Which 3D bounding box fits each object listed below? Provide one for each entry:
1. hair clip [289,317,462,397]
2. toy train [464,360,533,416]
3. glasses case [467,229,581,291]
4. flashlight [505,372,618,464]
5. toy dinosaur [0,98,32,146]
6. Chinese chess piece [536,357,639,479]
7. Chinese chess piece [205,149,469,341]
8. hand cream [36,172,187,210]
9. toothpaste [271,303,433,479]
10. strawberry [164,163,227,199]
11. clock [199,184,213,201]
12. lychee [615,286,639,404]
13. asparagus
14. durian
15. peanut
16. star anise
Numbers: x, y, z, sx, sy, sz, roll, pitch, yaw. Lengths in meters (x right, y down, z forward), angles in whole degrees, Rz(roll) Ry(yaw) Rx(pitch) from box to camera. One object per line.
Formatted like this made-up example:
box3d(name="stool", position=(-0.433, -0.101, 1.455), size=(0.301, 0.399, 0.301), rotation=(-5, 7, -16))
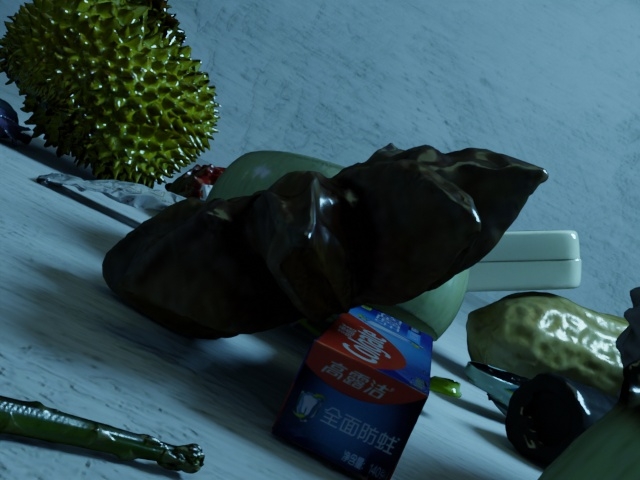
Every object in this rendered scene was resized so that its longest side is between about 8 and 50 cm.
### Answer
box3d(name="hair clip", position=(0.038, 0.098, 1.008), size=(0.188, 0.033, 0.060), rotation=(26, 1, 25))
box3d(name="toy train", position=(0.223, 0.170, 1.174), size=(0.234, 0.051, 0.052), rotation=(20, 7, -38))
box3d(name="glasses case", position=(0.145, 0.025, 1.385), size=(0.313, 0.070, 0.131), rotation=(-1, 0, 1))
box3d(name="flashlight", position=(0.328, 0.208, 1.138), size=(0.424, 0.103, 0.103), rotation=(20, 7, -44))
box3d(name="toy dinosaur", position=(-0.370, -0.141, 1.329), size=(0.080, 0.045, 0.197), rotation=(36, -5, 3))
box3d(name="Chinese chess piece", position=(0.209, 0.176, 0.343), size=(0.349, 0.146, 0.349), rotation=(27, 5, -2))
box3d(name="Chinese chess piece", position=(0.012, 0.010, 1.053), size=(0.250, 0.101, 0.250), rotation=(19, -13, 4))
box3d(name="hand cream", position=(-0.166, -0.026, 1.211), size=(0.257, 0.050, 0.084), rotation=(23, 7, -8))
box3d(name="toothpaste", position=(0.032, 0.094, 0.805), size=(0.076, 0.066, 0.320), rotation=(26, 3, 4))
box3d(name="strawberry", position=(-0.094, -0.033, 1.448), size=(0.208, 0.087, 0.167), rotation=(26, 3, -22))
box3d(name="clock", position=(-0.090, -0.021, 1.337), size=(0.087, 0.041, 0.129), rotation=(-10, 65, -25))
box3d(name="lychee", position=(0.393, 0.124, 0.779), size=(0.380, 0.380, 0.432), rotation=(26, 23, -10))
box3d(name="asparagus", position=(-0.099, 0.080, 0.481), size=(0.127, 0.015, 0.018), rotation=(23, 15, -41))
box3d(name="durian", position=(-0.247, -0.186, 1.407), size=(0.293, 0.258, 0.258), rotation=(54, -10, -29))
box3d(name="peanut", position=(0.311, 0.147, 1.379), size=(0.291, 0.143, 0.159), rotation=(21, 2, -31))
box3d(name="star anise", position=(0.001, -0.002, 0.803), size=(0.315, 0.108, 0.315), rotation=(-18, 6, 2))
